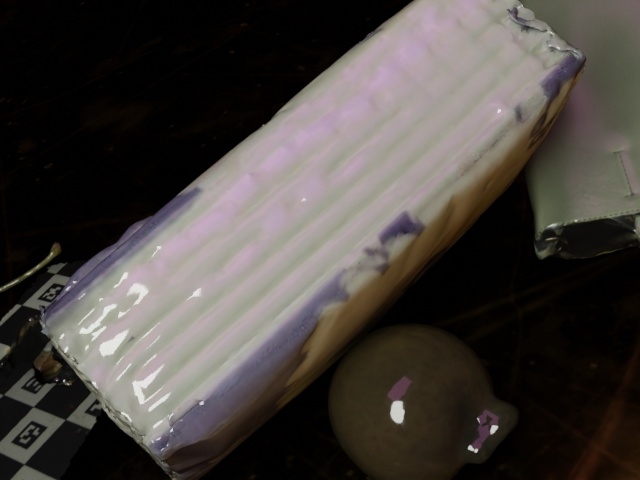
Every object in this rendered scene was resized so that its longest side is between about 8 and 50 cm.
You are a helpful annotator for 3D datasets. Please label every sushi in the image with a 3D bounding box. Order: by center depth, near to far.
[{"bbox_3d":[-0.221,0.121,0.792,0.193,0.043,0.279,-4,39,29],"label":"sushi"}]

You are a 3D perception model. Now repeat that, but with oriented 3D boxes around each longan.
[{"bbox_3d":[0.062,0.104,0.605,0.119,0.106,0.106,13,54,27],"label":"longan"}]

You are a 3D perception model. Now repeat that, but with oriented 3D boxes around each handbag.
[{"bbox_3d":[0.256,-0.087,0.692,0.241,0.109,0.315,-16,45,15],"label":"handbag"}]

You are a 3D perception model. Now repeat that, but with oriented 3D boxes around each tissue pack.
[{"bbox_3d":[0.000,0.000,0.635,0.344,0.242,0.125,-41,79,-15],"label":"tissue pack"}]

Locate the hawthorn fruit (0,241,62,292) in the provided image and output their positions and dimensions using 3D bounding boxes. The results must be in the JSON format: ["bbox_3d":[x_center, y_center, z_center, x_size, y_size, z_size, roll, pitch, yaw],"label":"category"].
[{"bbox_3d":[-0.369,0.074,0.878,0.285,0.165,0.165,-10,40,-5],"label":"hawthorn fruit"}]
